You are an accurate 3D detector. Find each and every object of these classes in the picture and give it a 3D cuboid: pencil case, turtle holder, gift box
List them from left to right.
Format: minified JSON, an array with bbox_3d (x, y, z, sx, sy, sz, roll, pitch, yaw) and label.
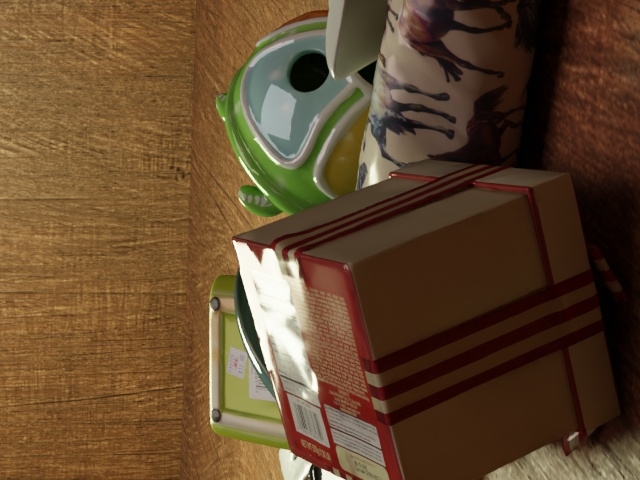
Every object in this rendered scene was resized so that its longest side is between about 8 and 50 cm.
[{"bbox_3d":[0.020,-0.134,1.742,0.227,0.243,0.320,-48,33,47],"label":"turtle holder"},{"bbox_3d":[0.114,-0.131,1.441,0.160,0.184,0.410,-60,-21,-59],"label":"pencil case"},{"bbox_3d":[0.103,0.082,1.284,0.255,0.258,0.276,20,128,58],"label":"gift box"}]

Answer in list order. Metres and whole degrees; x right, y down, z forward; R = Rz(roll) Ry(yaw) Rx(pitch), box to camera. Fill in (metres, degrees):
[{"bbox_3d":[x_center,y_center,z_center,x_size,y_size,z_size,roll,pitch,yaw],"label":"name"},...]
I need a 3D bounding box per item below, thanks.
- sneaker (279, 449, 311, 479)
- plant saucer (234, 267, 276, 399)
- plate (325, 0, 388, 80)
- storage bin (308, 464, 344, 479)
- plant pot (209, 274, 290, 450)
[{"bbox_3d":[-0.013,0.332,2.187,0.292,0.108,0.169,105,157,-53],"label":"sneaker"},{"bbox_3d":[0.041,0.118,1.502,0.043,0.318,0.317,-51,36,34],"label":"plant saucer"},{"bbox_3d":[0.086,-0.330,1.470,0.277,0.045,0.278,-37,-38,-48],"label":"plate"},{"bbox_3d":[0.066,0.294,1.822,0.091,0.135,0.098,126,143,-50],"label":"storage bin"},{"bbox_3d":[-0.005,0.138,1.724,0.227,0.207,0.228,5,97,41],"label":"plant pot"}]
